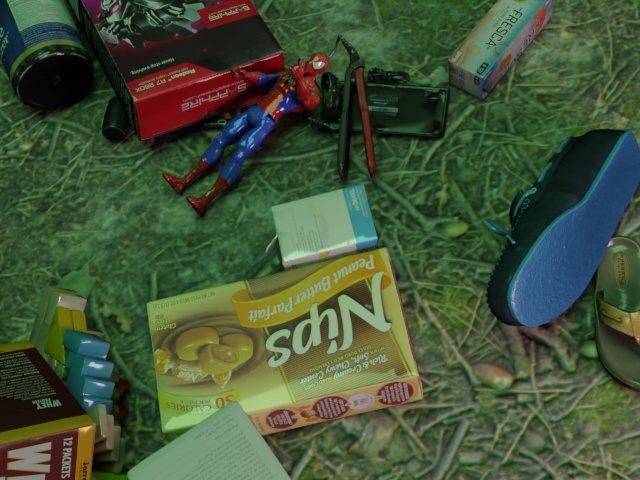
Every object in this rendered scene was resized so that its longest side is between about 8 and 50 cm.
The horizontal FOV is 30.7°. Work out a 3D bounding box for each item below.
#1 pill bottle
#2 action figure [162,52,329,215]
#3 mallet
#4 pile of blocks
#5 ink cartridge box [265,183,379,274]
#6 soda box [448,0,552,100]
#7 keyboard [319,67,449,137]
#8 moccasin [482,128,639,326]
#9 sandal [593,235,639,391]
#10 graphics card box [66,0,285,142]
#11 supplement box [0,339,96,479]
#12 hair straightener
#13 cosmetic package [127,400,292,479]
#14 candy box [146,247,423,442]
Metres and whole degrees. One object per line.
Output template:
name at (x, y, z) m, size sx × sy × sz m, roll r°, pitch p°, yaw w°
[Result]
pill bottle at (-0.427, -0.311, 1.741) m, size 0.123 × 0.122 × 0.219 m, roll -26°, pitch 60°, yaw -6°
action figure at (-0.100, -0.175, 1.587) m, size 0.280 × 0.139 × 0.091 m, roll -43°, pitch 61°, yaw -8°
mallet at (-0.221, -0.180, 1.692) m, size 0.190 × 0.039 × 0.062 m, roll -3°, pitch 58°, yaw 1°
pile of blocks at (-0.266, 0.219, 1.420) m, size 0.149 × 0.113 × 0.362 m, roll -31°, pitch 58°, yaw 37°
ink cartridge box at (0.000, 0.000, 1.523) m, size 0.143 × 0.092 × 0.089 m, roll -13°, pitch 60°, yaw 0°
soda box at (0.258, -0.289, 1.665) m, size 0.063 × 0.058 × 0.183 m, roll 32°, pitch 71°, yaw 23°
keyboard at (0.092, -0.197, 1.660) m, size 0.180 × 0.023 × 0.108 m, roll 5°, pitch 69°, yaw 10°
moccasin at (0.295, -0.014, 1.480) m, size 0.117 × 0.137 × 0.342 m, roll 7°, pitch 40°, yaw 41°
sandal at (0.384, 0.083, 1.438) m, size 0.090 × 0.060 × 0.219 m, roll -2°, pitch 61°, yaw 8°
graphics card box at (-0.231, -0.336, 1.724) m, size 0.233 × 0.094 × 0.370 m, roll -21°, pitch 58°, yaw -15°
supplement box at (-0.378, 0.225, 1.289) m, size 0.191 × 0.129 × 0.194 m, roll -8°, pitch 29°, yaw -35°
hair straightener at (0.024, -0.186, 1.628) m, size 0.089 × 0.047 × 0.230 m, roll -7°, pitch 66°, yaw 6°
cosmetic package at (-0.098, 0.316, 1.328) m, size 0.151 × 0.151 × 0.183 m, roll -33°, pitch 61°, yaw -10°
candy box at (-0.047, 0.137, 1.456) m, size 0.317 × 0.087 × 0.182 m, roll -12°, pitch 60°, yaw 1°
